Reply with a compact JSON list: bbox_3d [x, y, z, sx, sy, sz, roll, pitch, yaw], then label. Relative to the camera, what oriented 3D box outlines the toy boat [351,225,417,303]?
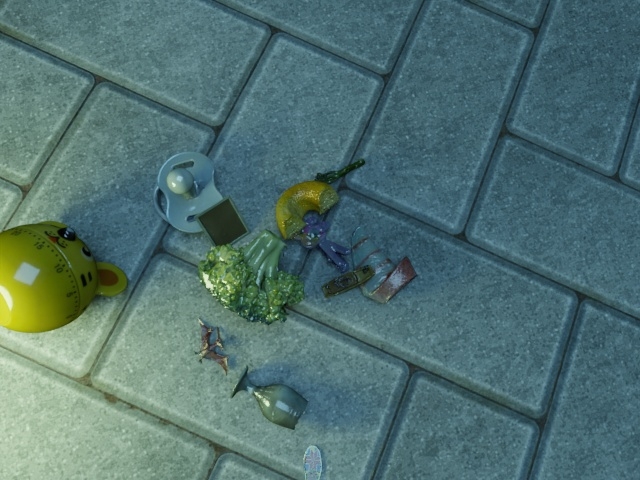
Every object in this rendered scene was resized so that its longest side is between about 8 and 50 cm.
[{"bbox_3d":[0.192,0.079,1.751,0.206,0.096,0.282,-41,74,3],"label":"toy boat"}]

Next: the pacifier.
[{"bbox_3d":[-0.469,-0.177,1.661,0.243,0.233,0.300,-18,79,-6],"label":"pacifier"}]

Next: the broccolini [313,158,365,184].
[{"bbox_3d":[0.069,-0.260,1.835,0.216,0.058,0.067,-32,123,-19],"label":"broccolini"}]

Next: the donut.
[{"bbox_3d":[-0.074,-0.129,1.736,0.259,0.101,0.152,-41,51,-15],"label":"donut"}]

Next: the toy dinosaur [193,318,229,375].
[{"bbox_3d":[-0.373,0.363,1.649,0.108,0.032,0.220,-30,79,-9],"label":"toy dinosaur"}]

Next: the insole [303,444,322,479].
[{"bbox_3d":[-0.028,0.775,1.598,0.065,0.006,0.194,6,76,-4],"label":"insole"}]

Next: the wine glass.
[{"bbox_3d":[-0.166,0.514,1.587,0.241,0.126,0.127,26,76,3],"label":"wine glass"}]

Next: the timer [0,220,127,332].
[{"bbox_3d":[-0.853,0.095,1.534,0.376,0.376,0.387,40,33,4],"label":"timer"}]

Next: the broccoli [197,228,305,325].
[{"bbox_3d":[-0.225,0.096,1.576,0.347,0.293,0.281,35,96,-32],"label":"broccoli"}]

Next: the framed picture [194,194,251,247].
[{"bbox_3d":[-0.338,-0.055,1.694,0.142,0.183,0.011,-35,41,-12],"label":"framed picture"}]

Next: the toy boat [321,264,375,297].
[{"bbox_3d":[0.096,0.141,1.698,0.200,0.077,0.057,-25,75,11],"label":"toy boat"}]

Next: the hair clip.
[{"bbox_3d":[0.005,-0.002,1.740,0.278,0.090,0.137,41,71,4],"label":"hair clip"}]
